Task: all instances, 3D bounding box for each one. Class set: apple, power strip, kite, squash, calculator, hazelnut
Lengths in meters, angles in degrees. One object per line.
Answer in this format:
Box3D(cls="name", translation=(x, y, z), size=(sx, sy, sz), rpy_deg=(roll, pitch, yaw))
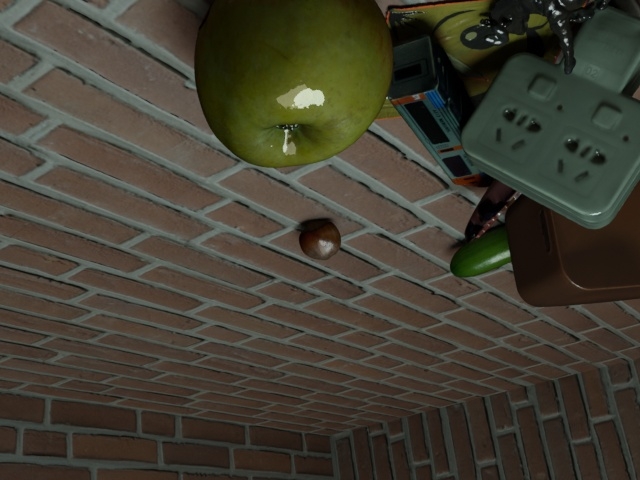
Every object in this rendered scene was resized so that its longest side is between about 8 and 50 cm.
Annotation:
Box3D(cls="apple", translation=(-0.033, -0.206, 0.948), size=(0.260, 0.194, 0.261), rpy_deg=(-4, 155, -2))
Box3D(cls="power strip", translation=(0.356, -0.173, 1.082), size=(0.261, 0.229, 0.141), rpy_deg=(-58, 155, 1))
Box3D(cls="kite", translation=(0.201, -0.260, 1.114), size=(0.327, 0.013, 0.377), rpy_deg=(18, 146, -42))
Box3D(cls="squash", translation=(0.404, 0.006, 1.673), size=(0.292, 0.082, 0.082), rpy_deg=(-24, 151, 29))
Box3D(cls="calculator", translation=(0.332, -0.104, 1.320), size=(0.220, 0.048, 0.330), rpy_deg=(-46, 169, -20))
Box3D(cls="hazelnut", translation=(0.000, 0.000, 1.555), size=(0.086, 0.086, 0.086), rpy_deg=(-6, 156, -3))

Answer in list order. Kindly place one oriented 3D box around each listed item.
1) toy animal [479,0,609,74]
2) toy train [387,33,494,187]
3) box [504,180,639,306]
Box3D(cls="toy animal", translation=(0.313, -0.299, 0.961), size=(0.148, 0.085, 0.232), rpy_deg=(20, 144, -34))
Box3D(cls="toy train", translation=(0.189, -0.172, 1.181), size=(0.089, 0.086, 0.409), rpy_deg=(-12, 161, 20))
Box3D(cls="box", translation=(0.544, -0.010, 1.464), size=(0.339, 0.240, 0.229), rpy_deg=(-4, 165, -10))
